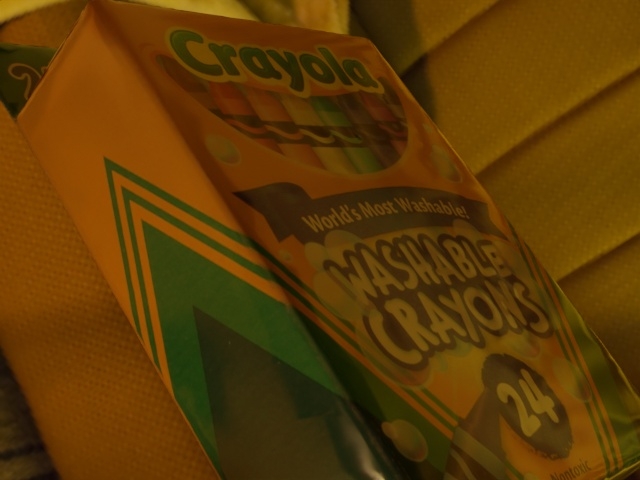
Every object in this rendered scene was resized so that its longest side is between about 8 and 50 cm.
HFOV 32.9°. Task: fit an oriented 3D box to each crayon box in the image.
[{"bbox_3d":[0.000,0.000,0.508,0.203,0.083,0.323,-6,55,-51],"label":"crayon box"}]
